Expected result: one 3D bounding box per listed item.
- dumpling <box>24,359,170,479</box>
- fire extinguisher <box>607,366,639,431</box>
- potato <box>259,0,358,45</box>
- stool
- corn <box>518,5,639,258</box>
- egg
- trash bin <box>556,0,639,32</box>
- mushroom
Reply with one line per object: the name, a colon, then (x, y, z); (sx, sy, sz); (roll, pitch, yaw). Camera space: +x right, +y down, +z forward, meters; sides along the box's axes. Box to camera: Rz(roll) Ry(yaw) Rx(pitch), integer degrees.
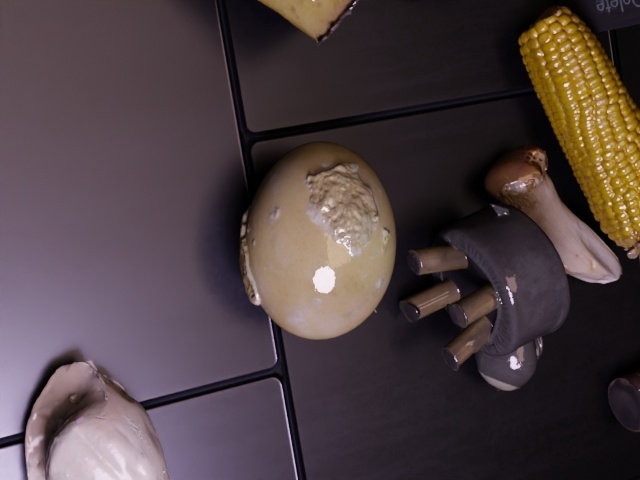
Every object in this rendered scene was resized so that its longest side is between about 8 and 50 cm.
dumpling: (-0.216, 0.219, 1.189); (0.136, 0.118, 0.199); (-35, 78, -6)
fire extinguisher: (0.483, 0.150, 1.530); (0.268, 0.072, 0.089); (-20, 136, -23)
potato: (-0.038, -0.343, 1.206); (0.266, 0.229, 0.229); (37, 76, -11)
stool: (0.183, 0.073, 1.346); (0.139, 0.153, 0.228); (-25, 102, -23)
corn: (0.327, -0.130, 1.439); (0.106, 0.106, 0.305); (-33, 102, -21)
egg: (-0.003, 0.000, 1.255); (0.164, 0.164, 0.201); (4, 90, -26)
trash bin: (0.411, -0.320, 1.441); (0.225, 0.165, 0.115); (-16, 97, -27)
mushroom: (0.273, -0.023, 1.437); (0.209, 0.071, 0.084); (46, 41, -23)
